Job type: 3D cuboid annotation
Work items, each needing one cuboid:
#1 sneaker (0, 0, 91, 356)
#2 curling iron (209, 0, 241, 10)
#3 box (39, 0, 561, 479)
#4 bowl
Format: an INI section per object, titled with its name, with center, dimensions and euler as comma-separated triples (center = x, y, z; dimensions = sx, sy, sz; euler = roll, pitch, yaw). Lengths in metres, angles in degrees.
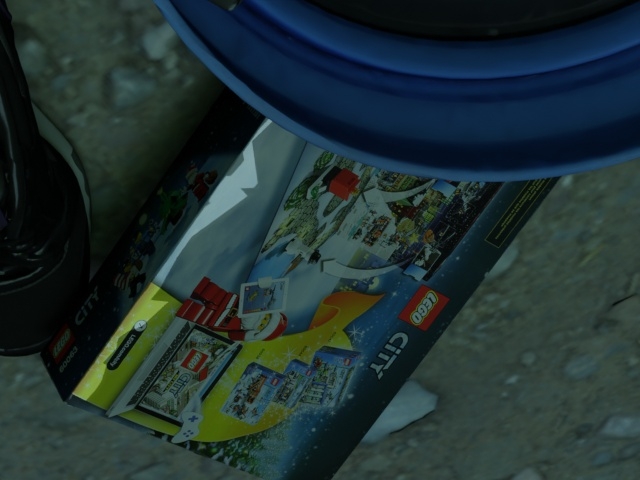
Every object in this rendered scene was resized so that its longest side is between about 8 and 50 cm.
[sneaker]
center = -0.157, -0.025, 0.685
dimensions = 0.107, 0.124, 0.283
euler = -14, 137, -4
[curling iron]
center = -0.137, -0.155, 0.519
dimensions = 0.274, 0.035, 0.068
euler = 38, 152, -2
[box]
center = 0.000, 0.000, 0.775
dimensions = 0.159, 0.044, 0.233
euler = 28, 104, -38
[bowl]
center = 0.098, -0.201, 0.594
dimensions = 0.391, 0.077, 0.391
euler = -12, 130, -14
